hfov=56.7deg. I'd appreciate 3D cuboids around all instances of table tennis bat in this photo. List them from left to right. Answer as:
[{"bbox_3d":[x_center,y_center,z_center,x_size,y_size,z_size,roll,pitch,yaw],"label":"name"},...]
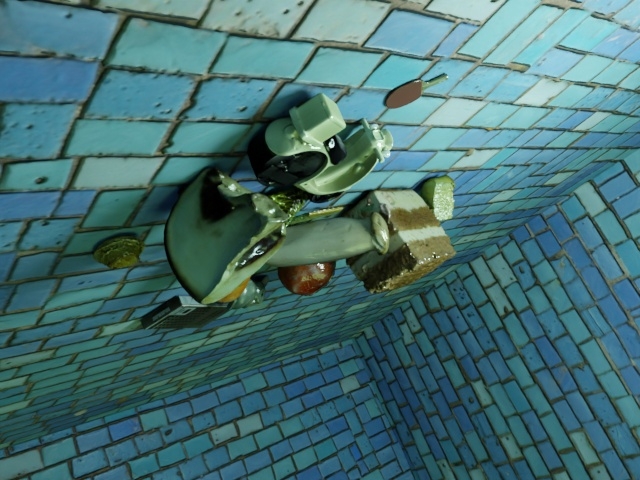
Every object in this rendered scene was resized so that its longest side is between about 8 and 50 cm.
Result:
[{"bbox_3d":[0.221,-0.349,1.369,0.156,0.013,0.087,-23,160,0],"label":"table tennis bat"}]

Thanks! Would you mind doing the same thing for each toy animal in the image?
[{"bbox_3d":[-0.245,0.179,2.082,0.236,0.108,0.138,-5,153,-49],"label":"toy animal"}]

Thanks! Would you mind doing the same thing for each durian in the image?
[{"bbox_3d":[-0.141,-0.051,1.533,0.375,0.106,0.132,-42,-166,-21],"label":"durian"}]

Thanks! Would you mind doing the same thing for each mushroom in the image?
[{"bbox_3d":[-0.212,-0.034,1.356,0.212,0.217,0.292,-18,153,-53],"label":"mushroom"},{"bbox_3d":[-0.002,0.003,1.753,0.407,0.137,0.154,-5,163,6],"label":"mushroom"}]

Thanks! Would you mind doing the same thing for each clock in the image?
[{"bbox_3d":[0.011,-0.194,1.365,0.276,0.120,0.379,-30,162,24],"label":"clock"}]

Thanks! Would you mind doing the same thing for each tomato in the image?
[{"bbox_3d":[-0.065,0.084,2.008,0.155,0.180,0.214,15,132,-37],"label":"tomato"}]

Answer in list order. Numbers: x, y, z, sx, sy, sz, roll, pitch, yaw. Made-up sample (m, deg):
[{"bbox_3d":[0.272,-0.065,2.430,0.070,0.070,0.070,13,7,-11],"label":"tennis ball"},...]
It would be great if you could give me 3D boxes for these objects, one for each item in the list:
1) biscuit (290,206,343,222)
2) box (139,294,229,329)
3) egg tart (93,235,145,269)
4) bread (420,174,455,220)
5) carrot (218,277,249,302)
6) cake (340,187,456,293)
[{"bbox_3d":[-0.058,-0.060,1.676,0.139,0.016,0.231,-13,180,-43],"label":"biscuit"},{"bbox_3d":[-0.463,0.259,2.114,0.180,0.047,0.325,-31,161,19],"label":"box"},{"bbox_3d":[-0.485,0.032,1.439,0.130,0.052,0.130,-21,159,-8],"label":"egg tart"},{"bbox_3d":[0.390,-0.145,1.986,0.086,0.125,0.156,-12,114,-22],"label":"bread"},{"bbox_3d":[-0.236,0.055,1.657,0.159,0.159,0.225,-10,158,-40],"label":"carrot"},{"bbox_3d":[0.238,-0.002,1.919,0.282,0.290,0.256,-7,156,-47],"label":"cake"}]
